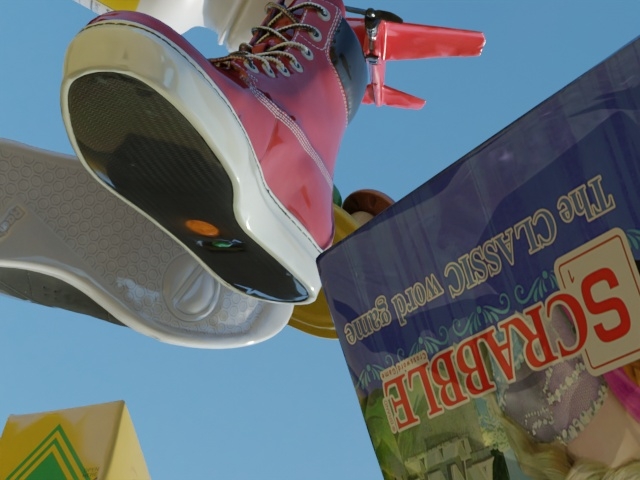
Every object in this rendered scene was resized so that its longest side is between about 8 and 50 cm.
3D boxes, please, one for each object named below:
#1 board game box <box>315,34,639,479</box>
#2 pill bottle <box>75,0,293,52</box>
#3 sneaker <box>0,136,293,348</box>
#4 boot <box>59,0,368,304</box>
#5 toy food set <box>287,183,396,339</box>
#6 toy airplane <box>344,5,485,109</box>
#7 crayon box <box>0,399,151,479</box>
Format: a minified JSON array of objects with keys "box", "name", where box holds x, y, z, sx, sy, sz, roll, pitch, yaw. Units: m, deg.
[{"box":[0.140,0.098,0.447,0.318,0.066,0.318,-37,-112,56],"name":"board game box"},{"box":[-0.152,-0.266,1.080,0.334,0.188,0.188,28,-54,-6],"name":"pill bottle"},{"box":[-0.164,-0.001,0.939,0.147,0.295,0.105,-3,-108,58],"name":"sneaker"},{"box":[-0.045,-0.093,0.791,0.088,0.244,0.176,5,-113,24],"name":"boot"},{"box":[0.000,0.000,1.068,0.218,0.071,0.128,25,-46,17],"name":"toy food set"},{"box":[0.037,-0.126,1.032,0.151,0.151,0.028,-9,-113,44],"name":"toy airplane"},{"box":[-0.165,0.357,1.084,0.106,0.313,0.363,-7,-59,8],"name":"crayon box"}]
